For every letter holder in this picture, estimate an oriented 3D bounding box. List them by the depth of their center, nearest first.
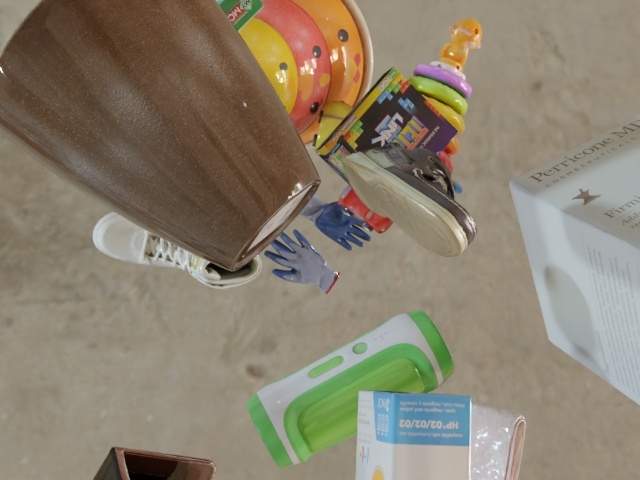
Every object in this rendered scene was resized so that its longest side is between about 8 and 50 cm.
[{"bbox_3d":[-0.301,0.515,1.643,0.214,0.152,0.302,16,119,-34],"label":"letter holder"}]

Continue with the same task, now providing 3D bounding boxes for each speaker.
[{"bbox_3d":[0.044,0.218,1.446,0.296,0.131,0.131,-28,102,-7],"label":"speaker"}]

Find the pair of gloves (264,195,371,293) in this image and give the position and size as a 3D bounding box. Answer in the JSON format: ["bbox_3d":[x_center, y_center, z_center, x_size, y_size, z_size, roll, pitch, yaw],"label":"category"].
[{"bbox_3d":[0.000,0.000,1.787,0.159,0.023,0.198,31,101,-24],"label":"pair of gloves"}]

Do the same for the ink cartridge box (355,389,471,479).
[{"bbox_3d":[0.064,0.203,0.719,0.061,0.104,0.181,4,81,-11],"label":"ink cartridge box"}]

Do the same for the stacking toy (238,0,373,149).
[{"bbox_3d":[-0.129,-0.260,1.599,0.350,0.480,0.351,6,113,15],"label":"stacking toy"}]

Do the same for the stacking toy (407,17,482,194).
[{"bbox_3d":[0.191,-0.237,1.643,0.175,0.166,0.302,25,88,-26],"label":"stacking toy"}]

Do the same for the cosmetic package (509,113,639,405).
[{"bbox_3d":[0.550,0.034,1.469,0.329,0.393,0.327,-27,117,-13],"label":"cosmetic package"}]

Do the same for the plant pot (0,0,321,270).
[{"bbox_3d":[-0.117,-0.092,0.816,0.230,0.215,0.215,44,108,5],"label":"plant pot"}]

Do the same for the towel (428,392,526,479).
[{"bbox_3d":[0.239,0.469,1.940,0.332,0.053,0.317,6,81,47],"label":"towel"}]

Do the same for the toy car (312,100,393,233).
[{"bbox_3d":[-0.013,-0.098,1.600,0.225,0.053,0.239,-21,81,-4],"label":"toy car"}]

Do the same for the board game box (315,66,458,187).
[{"bbox_3d":[0.099,-0.145,1.439,0.141,0.048,0.170,42,73,-8],"label":"board game box"}]

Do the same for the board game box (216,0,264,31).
[{"bbox_3d":[-0.223,-0.243,1.357,0.317,0.213,0.046,-44,113,4],"label":"board game box"}]

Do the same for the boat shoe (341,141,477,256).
[{"bbox_3d":[0.115,-0.066,1.182,0.092,0.285,0.103,-35,115,-7],"label":"boat shoe"}]

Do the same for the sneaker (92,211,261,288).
[{"bbox_3d":[-0.249,0.013,1.740,0.292,0.169,0.108,7,100,-21],"label":"sneaker"}]
